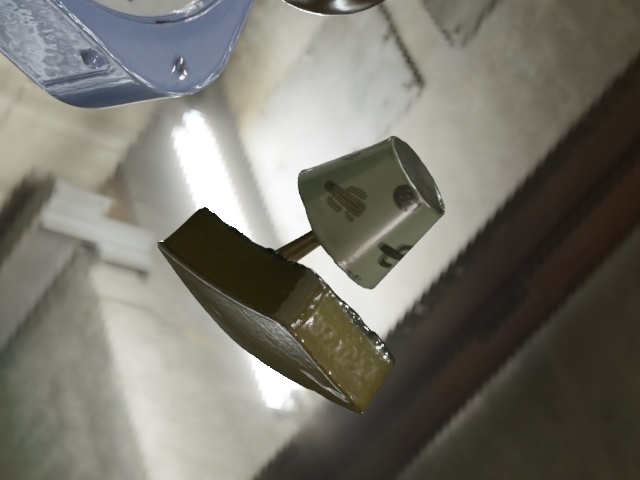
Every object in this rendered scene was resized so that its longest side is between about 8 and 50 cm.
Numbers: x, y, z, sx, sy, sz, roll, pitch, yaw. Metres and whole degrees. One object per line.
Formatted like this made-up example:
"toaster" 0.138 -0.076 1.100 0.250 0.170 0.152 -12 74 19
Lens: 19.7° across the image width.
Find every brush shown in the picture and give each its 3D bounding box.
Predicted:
"brush" -0.036 0.051 1.404 0.059 0.123 0.197 -48 -143 -12

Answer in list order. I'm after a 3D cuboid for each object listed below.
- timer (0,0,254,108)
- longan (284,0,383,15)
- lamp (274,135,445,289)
"timer" -0.181 -0.332 1.517 0.173 0.395 0.395 -4 -107 42
"longan" 0.018 -0.308 1.902 0.204 0.185 0.159 28 -80 13
"lamp" 0.000 0.000 1.602 0.214 0.121 0.121 -33 -132 15
